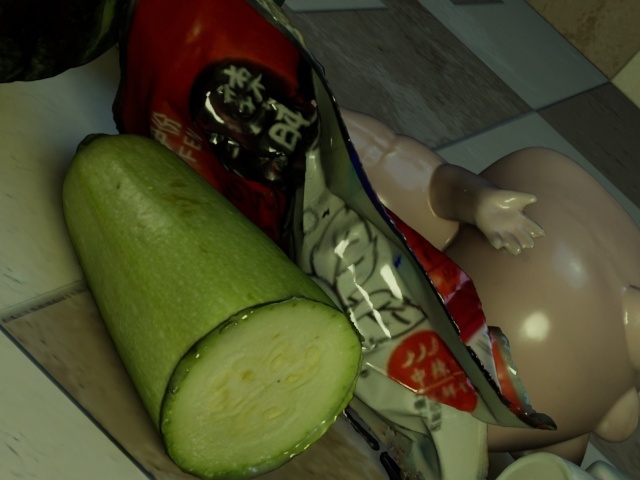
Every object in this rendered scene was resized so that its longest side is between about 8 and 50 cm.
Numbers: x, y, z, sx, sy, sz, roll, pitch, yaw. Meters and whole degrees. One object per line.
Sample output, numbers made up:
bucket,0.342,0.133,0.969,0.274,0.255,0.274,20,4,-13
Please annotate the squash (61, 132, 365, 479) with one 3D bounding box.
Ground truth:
squash,-0.067,0.008,0.822,0.094,0.094,0.224,28,14,-39

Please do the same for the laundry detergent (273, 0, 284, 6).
laundry detergent,-0.129,-0.226,1.268,0.222,0.078,0.144,30,18,-30

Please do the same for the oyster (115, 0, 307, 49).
oyster,-0.092,-0.187,1.048,0.166,0.094,0.294,20,-33,25

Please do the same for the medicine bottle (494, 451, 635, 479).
medicine bottle,0.163,0.172,0.938,0.183,0.069,0.119,31,22,-30

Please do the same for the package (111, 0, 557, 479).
package,0.000,0.000,0.844,0.071,0.194,0.269,-28,74,-33

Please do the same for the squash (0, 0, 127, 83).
squash,-0.156,-0.166,0.889,0.193,0.156,0.193,1,39,0

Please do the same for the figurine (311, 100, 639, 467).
figurine,0.068,-0.005,1.011,0.287,0.176,0.186,31,39,12
